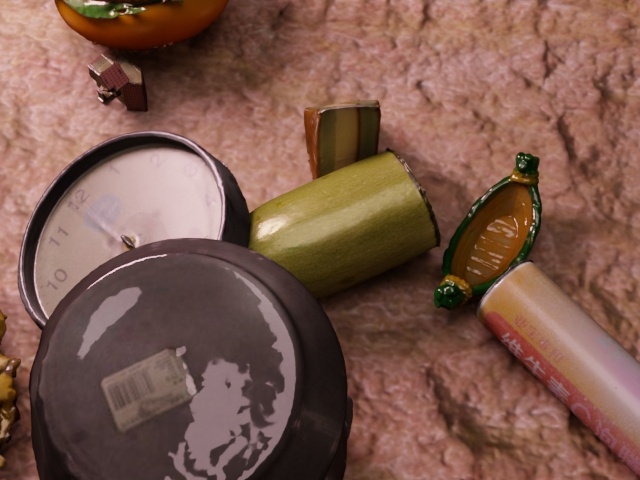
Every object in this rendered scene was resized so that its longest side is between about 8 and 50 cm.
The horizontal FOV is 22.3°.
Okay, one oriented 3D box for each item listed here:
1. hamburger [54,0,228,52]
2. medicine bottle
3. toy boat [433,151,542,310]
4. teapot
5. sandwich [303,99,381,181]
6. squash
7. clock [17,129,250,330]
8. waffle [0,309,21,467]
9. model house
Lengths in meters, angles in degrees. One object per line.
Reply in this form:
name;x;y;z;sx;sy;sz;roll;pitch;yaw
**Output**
hamburger;-0.223;-0.323;1.977;0.246;0.170;0.246;-6;33;4
medicine bottle;0.344;0.195;1.747;0.108;0.108;0.426;-37;66;-18
toy boat;0.193;0.002;1.850;0.089;0.088;0.229;22;62;21
teapot;-0.141;0.197;1.602;0.376;0.362;0.305;-25;68;0
sandwich;0.021;-0.152;1.895;0.079;0.163;0.113;-8;61;-4
squash;0.000;0.000;1.836;0.247;0.132;0.132;-24;64;-8
clock;-0.213;0.004;1.812;0.281;0.055;0.280;-12;60;21
waffle;-0.519;0.134;1.758;0.380;0.095;0.382;-12;74;-4
model house;-0.240;-0.189;1.960;0.058;0.083;0.057;41;67;20
